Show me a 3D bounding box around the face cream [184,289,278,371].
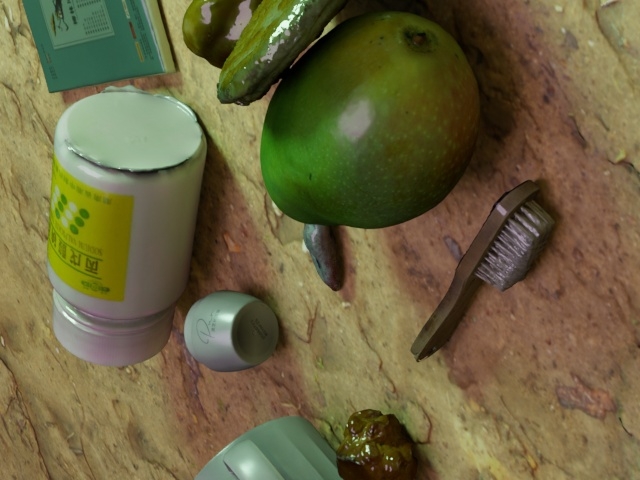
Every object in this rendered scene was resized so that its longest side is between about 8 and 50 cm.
[{"bbox_3d":[-0.125,0.128,2.126,0.104,0.117,0.117,-1,107,47],"label":"face cream"}]

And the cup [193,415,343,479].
[{"bbox_3d":[-0.013,0.406,1.982,0.327,0.237,0.323,47,168,31],"label":"cup"}]

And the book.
[{"bbox_3d":[-0.350,-0.358,2.249,0.379,0.031,0.264,2,109,54],"label":"book"}]

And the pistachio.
[{"bbox_3d":[-0.115,-0.274,1.905,0.189,0.110,0.100,-33,49,56],"label":"pistachio"}]

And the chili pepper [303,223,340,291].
[{"bbox_3d":[-0.001,0.000,1.953,0.050,0.041,0.153,-81,-15,-69],"label":"chili pepper"}]

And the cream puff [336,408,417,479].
[{"bbox_3d":[0.074,0.276,1.959,0.122,0.094,0.116,43,148,-4],"label":"cream puff"}]

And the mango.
[{"bbox_3d":[0.042,-0.116,1.688,0.225,0.201,0.382,62,149,4],"label":"mango"}]

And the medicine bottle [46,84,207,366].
[{"bbox_3d":[-0.286,-0.015,2.186,0.213,0.213,0.378,43,139,33],"label":"medicine bottle"}]

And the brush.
[{"bbox_3d":[0.182,0.053,1.713,0.065,0.070,0.327,45,142,15],"label":"brush"}]

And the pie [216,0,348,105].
[{"bbox_3d":[-0.013,-0.262,1.650,0.070,0.323,0.323,35,146,-11],"label":"pie"}]
